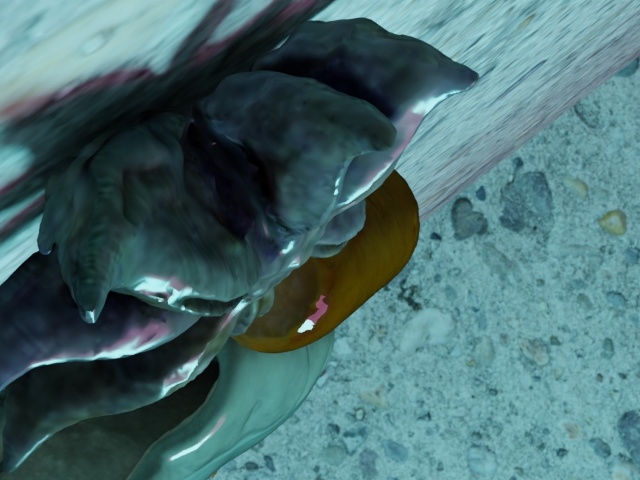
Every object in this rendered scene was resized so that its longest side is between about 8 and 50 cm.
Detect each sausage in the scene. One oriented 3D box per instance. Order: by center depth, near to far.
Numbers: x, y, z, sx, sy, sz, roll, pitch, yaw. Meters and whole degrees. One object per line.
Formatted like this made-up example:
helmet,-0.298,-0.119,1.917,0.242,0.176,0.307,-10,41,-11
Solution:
sausage,0.000,0.000,0.705,0.076,0.076,0.197,-39,176,19

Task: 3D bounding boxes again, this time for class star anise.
star anise,-0.034,-0.004,0.434,0.180,0.061,0.204,-48,174,39

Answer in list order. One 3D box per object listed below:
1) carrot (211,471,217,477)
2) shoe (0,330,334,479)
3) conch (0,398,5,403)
carrot,-0.155,0.167,1.139,0.258,0.100,0.307,-37,179,36
shoe,-0.070,0.060,0.702,0.251,0.103,0.100,-46,158,-50
conch,-0.175,0.120,0.743,0.065,0.088,0.180,7,-157,20
